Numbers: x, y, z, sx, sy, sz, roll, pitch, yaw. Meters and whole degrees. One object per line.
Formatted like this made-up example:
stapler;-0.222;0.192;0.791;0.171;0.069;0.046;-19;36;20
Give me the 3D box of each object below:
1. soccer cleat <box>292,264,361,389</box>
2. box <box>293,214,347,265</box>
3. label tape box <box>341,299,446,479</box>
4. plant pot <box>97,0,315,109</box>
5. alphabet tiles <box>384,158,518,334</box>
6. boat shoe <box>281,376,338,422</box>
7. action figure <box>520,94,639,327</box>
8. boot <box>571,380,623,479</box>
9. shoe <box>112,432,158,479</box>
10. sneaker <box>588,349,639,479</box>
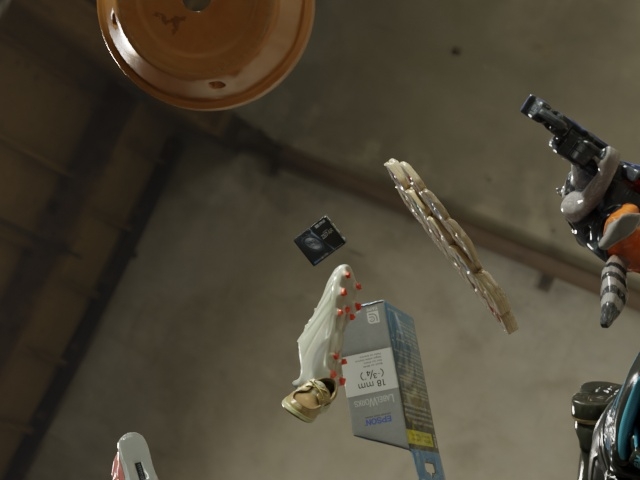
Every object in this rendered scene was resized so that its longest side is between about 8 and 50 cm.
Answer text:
soccer cleat;0.005;0.121;1.943;0.068;0.076;0.196;46;-133;-48
box;0.000;0.000;2.689;0.083;0.067;0.018;-36;4;19
label tape box;0.126;0.292;2.497;0.240;0.106;0.333;33;-135;-70
plant pot;-0.150;-0.307;1.776;0.203;0.291;0.291;-101;31;-82
alphabet tiles;0.186;0.008;1.987;0.021;0.284;0.278;-35;-30;-2
boat shoe;-0.011;0.199;1.782;0.045;0.050;0.135;-57;-9;10
action figure;0.378;-0.034;1.887;0.178;0.341;0.330;-52;17;16
boot;0.341;0.245;1.666;0.198;0.077;0.137;-6;-82;-59
shoe;-0.293;0.405;2.241;0.063;0.178;0.081;-7;-28;-20
sneaker;0.320;0.203;1.372;0.140;0.125;0.340;-41;-32;-43
